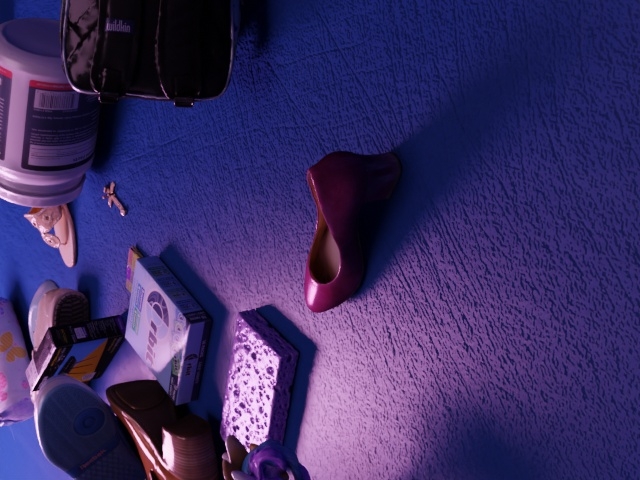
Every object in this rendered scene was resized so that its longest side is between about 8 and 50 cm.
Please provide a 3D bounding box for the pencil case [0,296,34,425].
[{"bbox_3d":[-0.682,0.258,2.148,0.124,0.113,0.273,-46,60,43],"label":"pencil case"}]

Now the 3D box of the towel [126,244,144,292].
[{"bbox_3d":[-0.304,0.056,1.660,0.060,0.009,0.083,39,128,43],"label":"towel"}]

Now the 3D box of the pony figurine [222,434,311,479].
[{"bbox_3d":[0.007,0.413,1.119,0.351,0.302,0.364,12,123,62],"label":"pony figurine"}]

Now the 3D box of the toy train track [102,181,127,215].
[{"bbox_3d":[-0.351,-0.068,1.694,0.083,0.014,0.048,45,132,39],"label":"toy train track"}]

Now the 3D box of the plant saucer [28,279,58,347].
[{"bbox_3d":[-0.550,0.178,2.011,0.195,0.037,0.195,15,109,52],"label":"plant saucer"}]

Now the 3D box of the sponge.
[{"bbox_3d":[-0.087,0.214,1.372,0.117,0.031,0.210,38,127,44],"label":"sponge"}]

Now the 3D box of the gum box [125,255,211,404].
[{"bbox_3d":[-0.241,0.138,1.562,0.184,0.041,0.157,43,130,40],"label":"gum box"}]

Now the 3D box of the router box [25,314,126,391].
[{"bbox_3d":[-0.432,0.200,1.765,0.179,0.133,0.046,-50,57,47],"label":"router box"}]

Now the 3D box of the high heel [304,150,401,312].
[{"bbox_3d":[0.000,0.000,1.125,0.082,0.117,0.244,58,139,28],"label":"high heel"}]

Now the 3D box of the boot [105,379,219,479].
[{"bbox_3d":[-0.249,0.354,1.588,0.283,0.109,0.220,19,117,44],"label":"boot"}]

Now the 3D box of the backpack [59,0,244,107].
[{"bbox_3d":[-0.207,-0.311,1.253,0.191,0.225,0.254,-105,18,-69],"label":"backpack"}]

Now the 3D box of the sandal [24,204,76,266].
[{"bbox_3d":[-0.517,-0.064,1.871,0.088,0.079,0.240,4,101,54],"label":"sandal"}]

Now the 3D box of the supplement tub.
[{"bbox_3d":[-0.464,-0.213,1.665,0.191,0.191,0.272,47,132,39],"label":"supplement tub"}]

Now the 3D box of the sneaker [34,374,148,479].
[{"bbox_3d":[-0.419,0.305,1.703,0.208,0.127,0.319,44,158,46],"label":"sneaker"}]

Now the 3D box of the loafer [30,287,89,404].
[{"bbox_3d":[-0.494,0.209,1.893,0.092,0.102,0.269,30,112,49],"label":"loafer"}]
